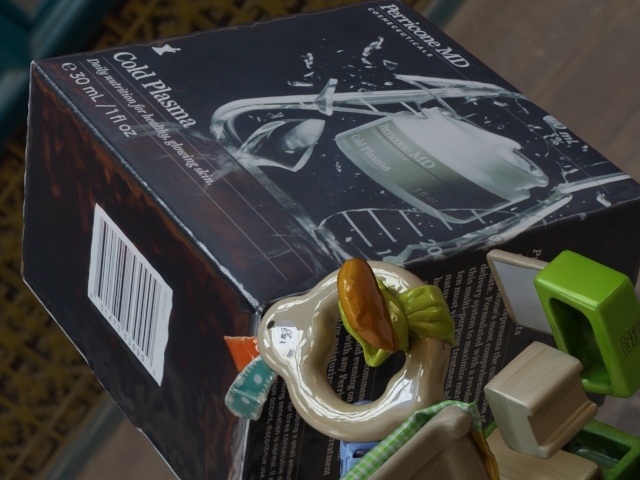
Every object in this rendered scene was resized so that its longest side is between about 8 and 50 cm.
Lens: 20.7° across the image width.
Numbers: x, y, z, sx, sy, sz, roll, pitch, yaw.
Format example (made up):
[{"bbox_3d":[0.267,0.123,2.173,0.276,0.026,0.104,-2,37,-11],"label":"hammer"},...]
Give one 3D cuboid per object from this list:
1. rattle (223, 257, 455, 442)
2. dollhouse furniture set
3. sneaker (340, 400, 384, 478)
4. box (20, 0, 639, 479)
[{"bbox_3d":[-0.022,0.071,1.176,0.199,0.143,0.130,3,94,33],"label":"rattle"},{"bbox_3d":[0.072,0.160,1.113,0.301,0.197,0.151,-39,33,-25],"label":"dollhouse furniture set"},{"bbox_3d":[0.040,0.206,1.459,0.059,0.053,0.144,-61,-29,-79],"label":"sneaker"},{"bbox_3d":[0.000,0.000,1.838,0.480,0.471,0.297,44,136,41],"label":"box"}]
